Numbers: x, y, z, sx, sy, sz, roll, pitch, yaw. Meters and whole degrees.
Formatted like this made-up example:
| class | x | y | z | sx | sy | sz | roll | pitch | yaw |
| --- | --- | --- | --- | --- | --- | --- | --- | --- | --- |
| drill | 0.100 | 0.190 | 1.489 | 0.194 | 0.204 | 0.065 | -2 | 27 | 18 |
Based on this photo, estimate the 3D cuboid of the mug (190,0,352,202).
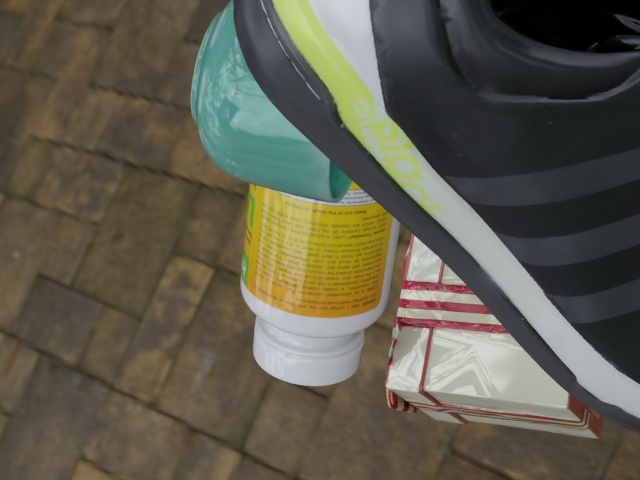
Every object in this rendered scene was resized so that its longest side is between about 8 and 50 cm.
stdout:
| class | x | y | z | sx | sy | sz | roll | pitch | yaw |
| --- | --- | --- | --- | --- | --- | --- | --- | --- | --- |
| mug | -0.020 | -0.093 | 0.964 | 0.097 | 0.158 | 0.129 | 14 | 81 | 10 |

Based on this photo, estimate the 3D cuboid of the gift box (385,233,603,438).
| class | x | y | z | sx | sy | sz | roll | pitch | yaw |
| --- | --- | --- | --- | --- | --- | --- | --- | --- | --- |
| gift box | 0.212 | 0.091 | 1.886 | 0.258 | 0.276 | 0.255 | 5 | 71 | 23 |

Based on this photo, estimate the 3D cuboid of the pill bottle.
| class | x | y | z | sx | sy | sz | roll | pitch | yaw |
| --- | --- | --- | --- | --- | --- | --- | --- | --- | --- |
| pill bottle | 0.000 | 0.000 | 1.366 | 0.136 | 0.136 | 0.245 | 46 | 136 | 49 |

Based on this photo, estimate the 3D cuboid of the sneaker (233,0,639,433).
| class | x | y | z | sx | sy | sz | roll | pitch | yaw |
| --- | --- | --- | --- | --- | --- | --- | --- | --- | --- |
| sneaker | 0.081 | -0.024 | 0.408 | 0.097 | 0.235 | 0.084 | -30 | 36 | 40 |
